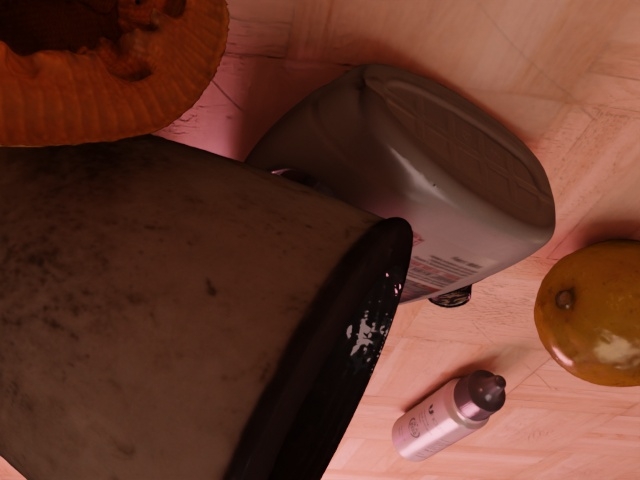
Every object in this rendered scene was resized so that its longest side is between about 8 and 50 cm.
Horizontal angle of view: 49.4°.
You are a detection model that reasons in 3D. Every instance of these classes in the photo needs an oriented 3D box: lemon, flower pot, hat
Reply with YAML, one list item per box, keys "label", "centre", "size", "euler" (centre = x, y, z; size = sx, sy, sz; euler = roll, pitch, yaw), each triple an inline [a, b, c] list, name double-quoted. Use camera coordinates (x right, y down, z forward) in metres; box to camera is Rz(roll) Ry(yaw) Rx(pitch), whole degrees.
- label: "lemon"
  centre: [0.344, 0.083, 0.784]
  size: [0.207, 0.170, 0.170]
  euler: [8, 147, -18]
- label: "flower pot"
  centre: [-0.134, 0.061, 0.527]
  size: [0.330, 0.294, 0.294]
  euler: [24, 152, 17]
- label: "hat"
  centre: [0.151, 0.052, 0.841]
  size: [0.121, 0.051, 0.121]
  euler: [3, 149, 2]
- label: "hat"
  centre: [-0.227, -0.129, 0.448]
  size: [0.233, 0.244, 0.233]
  euler: [-13, 139, 45]

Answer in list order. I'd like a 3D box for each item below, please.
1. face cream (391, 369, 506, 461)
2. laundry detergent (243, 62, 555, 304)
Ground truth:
- label: "face cream"
  centre: [0.222, 0.293, 1.177]
  size: [0.092, 0.092, 0.311]
  euler: [11, 147, -16]
- label: "laundry detergent"
  centre: [0.000, 0.000, 0.704]
  size: [0.263, 0.125, 0.397]
  euler: [23, 143, -32]
